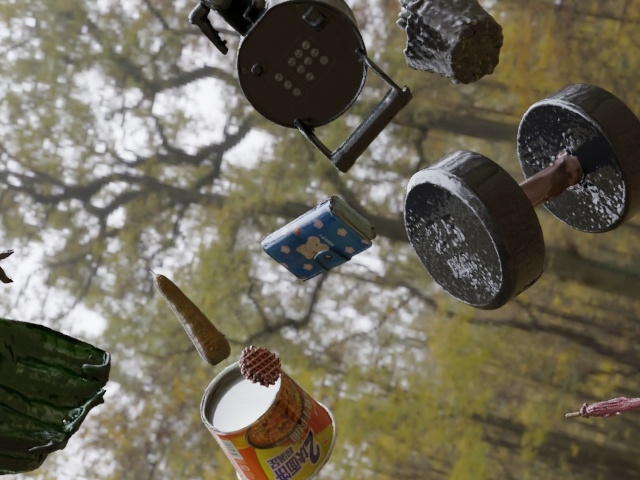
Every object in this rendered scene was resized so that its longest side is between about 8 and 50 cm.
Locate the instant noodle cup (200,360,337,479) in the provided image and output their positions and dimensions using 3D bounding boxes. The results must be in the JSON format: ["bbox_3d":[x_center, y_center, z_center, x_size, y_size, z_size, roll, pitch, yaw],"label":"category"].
[{"bbox_3d":[-0.100,0.320,2.028,0.174,0.213,0.213,55,-133,-37],"label":"instant noodle cup"}]

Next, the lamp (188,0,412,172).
[{"bbox_3d":[-0.022,-0.300,1.859,0.205,0.374,0.272,-49,-4,16],"label":"lamp"}]

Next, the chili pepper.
[{"bbox_3d":[-0.444,0.203,1.451,0.384,0.167,0.213,7,-120,-40],"label":"chili pepper"}]

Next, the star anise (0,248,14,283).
[{"bbox_3d":[-0.636,0.039,2.160,0.042,0.141,0.141,-16,-61,-57],"label":"star anise"}]

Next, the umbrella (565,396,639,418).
[{"bbox_3d":[0.448,0.251,1.734,0.025,0.165,0.027,6,-108,-54],"label":"umbrella"}]

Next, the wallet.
[{"bbox_3d":[0.000,0.000,2.269,0.141,0.202,0.059,37,-139,-28],"label":"wallet"}]

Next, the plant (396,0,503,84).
[{"bbox_3d":[0.203,-0.340,1.873,0.129,0.194,0.132,-18,-49,-23],"label":"plant"}]

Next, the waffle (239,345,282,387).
[{"bbox_3d":[-0.102,0.212,1.949,0.083,0.075,0.029,-94,27,-49],"label":"waffle"}]

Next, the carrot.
[{"bbox_3d":[-0.326,0.176,2.798,0.078,0.298,0.078,-38,0,0],"label":"carrot"}]

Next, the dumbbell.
[{"bbox_3d":[0.205,-0.046,1.118,0.218,0.152,0.153,-31,-40,-25],"label":"dumbbell"}]
